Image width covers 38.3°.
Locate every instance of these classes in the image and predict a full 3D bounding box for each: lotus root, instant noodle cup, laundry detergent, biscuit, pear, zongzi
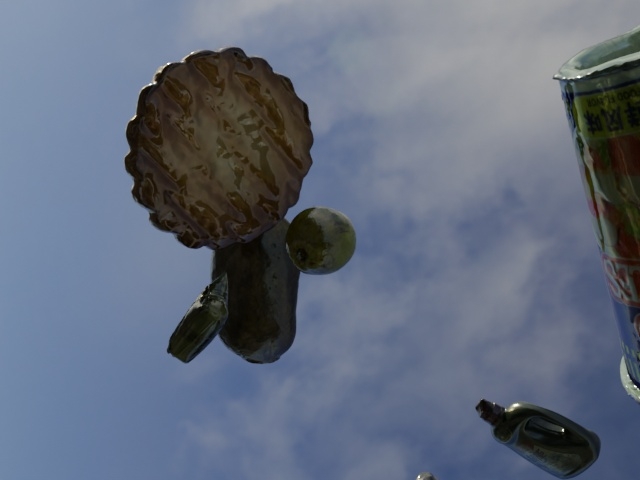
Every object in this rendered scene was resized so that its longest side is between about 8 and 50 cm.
[{"bbox_3d":[-0.118,0.085,1.655,0.160,0.152,0.274,7,-76,52],"label":"lotus root"},{"bbox_3d":[0.355,-0.044,0.822,0.284,0.284,0.312,-5,-68,56],"label":"instant noodle cup"},{"bbox_3d":[0.391,0.348,1.691,0.222,0.078,0.144,32,-41,-5],"label":"laundry detergent"},{"bbox_3d":[-0.166,-0.147,1.475,0.107,0.326,0.325,21,-66,56],"label":"biscuit"},{"bbox_3d":[0.000,0.000,1.405,0.107,0.131,0.107,9,-71,27],"label":"pear"},{"bbox_3d":[-0.166,0.105,1.273,0.104,0.052,0.113,-46,-161,22],"label":"zongzi"}]

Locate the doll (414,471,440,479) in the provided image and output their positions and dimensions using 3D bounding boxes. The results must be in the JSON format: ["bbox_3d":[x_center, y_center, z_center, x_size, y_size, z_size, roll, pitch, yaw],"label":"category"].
[{"bbox_3d":[0.070,0.518,1.355,0.252,0.379,0.382,-1,-114,68],"label":"doll"}]
